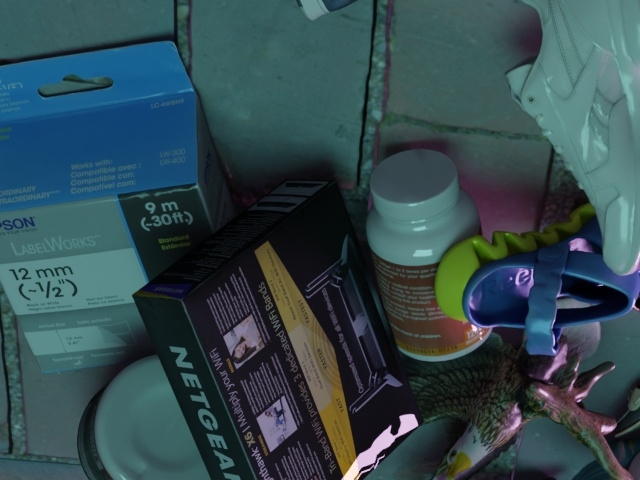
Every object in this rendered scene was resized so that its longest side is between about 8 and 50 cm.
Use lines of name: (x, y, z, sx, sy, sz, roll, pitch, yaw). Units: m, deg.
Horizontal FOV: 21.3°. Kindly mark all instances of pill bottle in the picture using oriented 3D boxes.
pill bottle: (0.114, 0.015, 1.799, 0.121, 0.121, 0.216, -6, 131, 9)
pill bottle: (-0.186, 0.220, 1.901, 0.161, 0.161, 0.283, 17, 166, -10)

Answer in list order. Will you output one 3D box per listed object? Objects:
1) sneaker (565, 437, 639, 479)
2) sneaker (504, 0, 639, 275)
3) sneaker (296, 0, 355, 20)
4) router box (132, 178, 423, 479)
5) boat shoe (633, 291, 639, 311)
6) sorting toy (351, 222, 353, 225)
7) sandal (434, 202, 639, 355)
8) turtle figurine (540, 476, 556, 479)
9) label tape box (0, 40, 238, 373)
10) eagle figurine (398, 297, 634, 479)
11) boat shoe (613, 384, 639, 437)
sneaker: (0.325, 0.316, 1.953, 0.110, 0.275, 0.107, -1, 115, 34)
sneaker: (0.261, -0.117, 1.651, 0.152, 0.114, 0.305, -3, 101, 16)
sneaker: (0.023, -0.322, 1.540, 0.163, 0.086, 0.226, -16, 126, 16)
router box: (-0.035, 0.126, 1.766, 0.081, 0.243, 0.309, 3, 121, 44)
boat shoe: (0.421, 0.078, 1.863, 0.207, 0.073, 0.073, 18, 129, -12)
sorting toy: (0.000, 0.000, 1.868, 0.083, 0.012, 0.062, -7, 125, 15)
sandal: (0.283, 0.032, 1.739, 0.317, 0.138, 0.126, -24, 130, -15)
turtle figurine: (0.204, 0.422, 2.060, 0.266, 0.198, 0.274, 11, 130, -42)
label tape box: (-0.227, -0.028, 1.798, 0.249, 0.115, 0.347, -8, 131, 11)
eagle figurine: (0.180, 0.195, 1.939, 0.298, 0.225, 0.226, -10, 91, 51)
boat shoe: (0.383, 0.182, 1.976, 0.043, 0.049, 0.137, 55, 128, 15)
